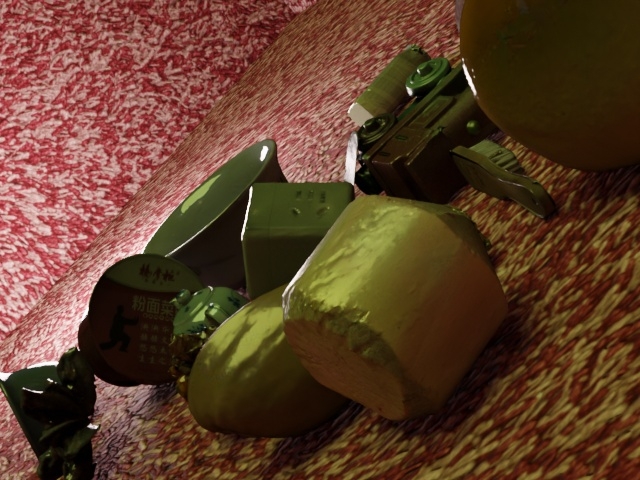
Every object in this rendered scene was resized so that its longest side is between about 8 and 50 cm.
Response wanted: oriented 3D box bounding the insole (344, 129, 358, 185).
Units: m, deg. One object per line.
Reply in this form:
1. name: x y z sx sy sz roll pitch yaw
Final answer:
1. insole: 0.042 -0.064 2.036 0.080 0.003 0.232 -159 75 -75

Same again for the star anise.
1. star anise: -0.431 0.306 2.143 0.212 0.129 0.283 91 180 -59

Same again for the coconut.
1. coconut: 0.095 0.063 1.447 0.244 0.239 0.239 -50 17 -25

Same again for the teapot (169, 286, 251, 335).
1. teapot: -0.181 0.136 2.064 0.159 0.159 0.232 -47 16 -16

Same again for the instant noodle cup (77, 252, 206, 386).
1. instant noodle cup: -0.325 0.157 2.241 0.235 0.235 0.178 -52 10 -30

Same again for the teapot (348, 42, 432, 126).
1. teapot: 0.145 -0.310 2.593 0.200 0.077 0.107 -49 -3 -21

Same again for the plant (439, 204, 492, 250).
1. plant: 0.158 0.019 1.649 0.122 0.104 0.117 -34 27 47

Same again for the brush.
1. brush: 0.266 -0.093 1.759 0.065 0.070 0.327 -33 17 -3

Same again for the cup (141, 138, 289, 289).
1. cup: -0.167 -0.018 2.400 0.347 0.163 0.347 -38 16 13

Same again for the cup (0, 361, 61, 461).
1. cup: -0.518 0.307 2.418 0.150 0.199 0.199 -28 12 -16

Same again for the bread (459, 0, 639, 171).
1. bread: 0.354 -0.267 1.508 0.253 0.348 0.376 -3 -14 -40

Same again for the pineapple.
1. pineapple: -0.132 0.193 1.741 0.249 0.164 0.140 -20 61 21

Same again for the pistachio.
1. pistachio: -0.036 0.152 1.615 0.293 0.181 0.162 -35 -1 -2

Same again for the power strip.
1. power strip: 0.000 0.000 1.919 0.224 0.139 0.140 -1 35 4

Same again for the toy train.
1. toy train: 0.193 -0.179 2.030 0.304 0.150 0.221 -45 26 -16

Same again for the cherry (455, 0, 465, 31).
1. cherry: 0.335 -0.381 2.046 0.285 0.236 0.213 134 145 -72
